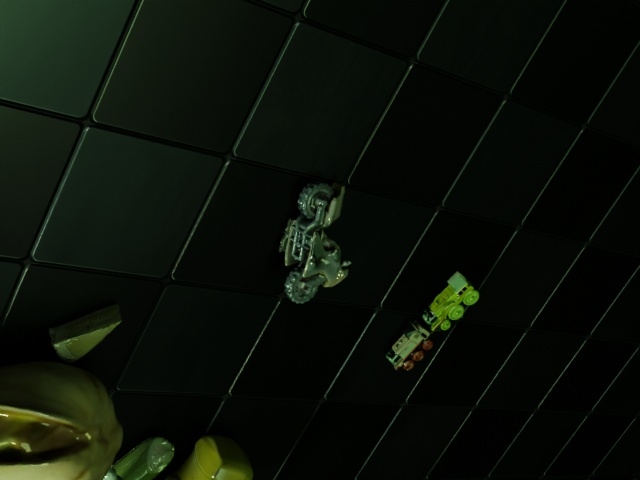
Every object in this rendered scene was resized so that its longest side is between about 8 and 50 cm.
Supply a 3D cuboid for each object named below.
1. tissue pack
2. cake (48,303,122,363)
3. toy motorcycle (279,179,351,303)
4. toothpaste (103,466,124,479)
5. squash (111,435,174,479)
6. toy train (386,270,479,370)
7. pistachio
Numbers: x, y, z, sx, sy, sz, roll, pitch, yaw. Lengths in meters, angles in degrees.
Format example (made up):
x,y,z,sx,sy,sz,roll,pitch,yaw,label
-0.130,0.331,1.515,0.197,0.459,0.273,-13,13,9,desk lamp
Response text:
x,y,z,sx,sy,sz,roll,pitch,yaw,label
-0.219,0.485,1.896,0.127,0.123,0.178,30,104,-41,tissue pack
-0.384,0.146,1.554,0.121,0.052,0.065,-37,135,-2,cake
0.000,0.000,1.679,0.129,0.094,0.229,-6,115,-37,toy motorcycle
-0.398,0.548,1.776,0.098,0.061,0.392,8,130,-4,toothpaste
-0.378,0.459,1.806,0.239,0.069,0.069,-38,137,0,squash
0.234,0.178,2.009,0.250,0.053,0.085,-48,128,10,toy train
-0.473,0.306,1.506,0.321,0.229,0.238,9,163,-30,pistachio
